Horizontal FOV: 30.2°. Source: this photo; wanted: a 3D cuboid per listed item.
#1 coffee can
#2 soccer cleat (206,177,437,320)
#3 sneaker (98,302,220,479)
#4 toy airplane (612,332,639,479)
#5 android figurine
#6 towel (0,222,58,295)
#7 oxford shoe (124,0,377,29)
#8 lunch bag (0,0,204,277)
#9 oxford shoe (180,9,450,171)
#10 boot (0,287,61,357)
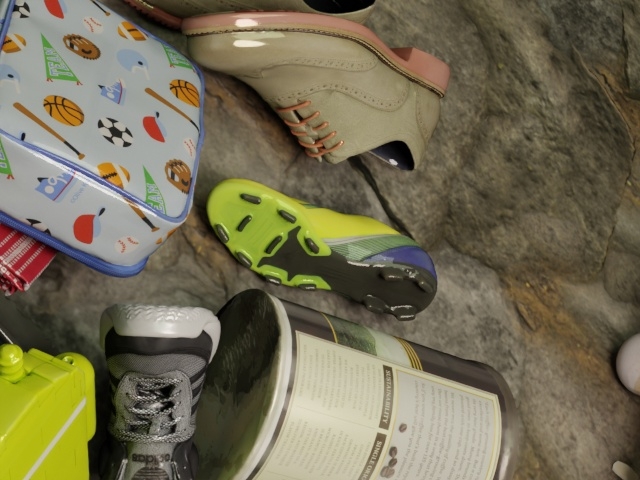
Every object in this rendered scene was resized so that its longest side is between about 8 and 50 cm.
[{"bbox_3d":[0.026,0.181,1.163,0.275,0.201,0.201,20,58,-27],"label":"coffee can"},{"bbox_3d":[0.000,0.001,1.327,0.289,0.093,0.121,23,26,-20],"label":"soccer cleat"},{"bbox_3d":[-0.142,0.150,1.029,0.101,0.268,0.153,3,70,-7],"label":"sneaker"},{"bbox_3d":[0.493,0.162,1.470,0.386,0.272,0.384,-18,112,-53],"label":"toy airplane"},{"bbox_3d":[-0.247,0.194,0.927,0.056,0.273,0.248,21,48,13],"label":"android figurine"},{"bbox_3d":[-0.346,-0.077,1.078,0.275,0.031,0.199,44,17,-11],"label":"towel"},{"bbox_3d":[-0.094,-0.309,1.360,0.348,0.130,0.123,10,63,-32],"label":"oxford shoe"},{"bbox_3d":[-0.235,-0.122,1.128,0.243,0.115,0.303,27,34,-24],"label":"lunch bag"},{"bbox_3d":[0.007,-0.164,1.331,0.397,0.140,0.146,9,88,-44],"label":"oxford shoe"},{"bbox_3d":[-0.390,0.100,0.948,0.348,0.131,0.260,45,50,-11],"label":"boot"}]
